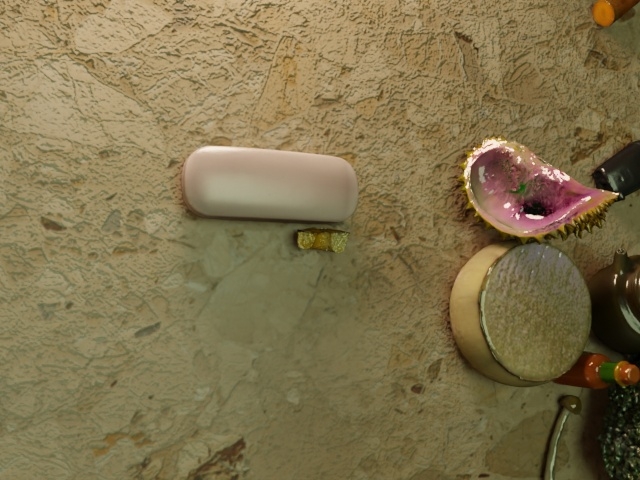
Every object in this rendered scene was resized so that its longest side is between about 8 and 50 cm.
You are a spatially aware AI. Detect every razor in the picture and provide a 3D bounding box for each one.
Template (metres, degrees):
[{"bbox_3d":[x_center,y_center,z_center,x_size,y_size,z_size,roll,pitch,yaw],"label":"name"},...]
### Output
[{"bbox_3d":[0.629,-0.141,1.506,0.148,0.054,0.090,-30,94,-23],"label":"razor"}]

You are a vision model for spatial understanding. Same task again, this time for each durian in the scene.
[{"bbox_3d":[0.361,-0.069,1.315,0.186,0.260,0.154,-26,140,-11],"label":"durian"}]

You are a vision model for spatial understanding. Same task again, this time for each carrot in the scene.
[{"bbox_3d":[0.661,-0.523,1.552,0.224,0.057,0.057,-36,100,-24],"label":"carrot"}]

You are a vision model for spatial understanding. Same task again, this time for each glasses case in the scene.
[{"bbox_3d":[-0.077,-0.087,1.190,0.296,0.075,0.113,3,84,-24],"label":"glasses case"}]

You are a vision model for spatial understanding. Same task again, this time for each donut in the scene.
[{"bbox_3d":[0.000,0.000,1.225,0.083,0.067,0.038,-8,109,-56],"label":"donut"}]

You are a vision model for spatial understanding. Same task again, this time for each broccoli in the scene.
[{"bbox_3d":[0.658,0.352,1.398,0.288,0.245,0.248,-36,66,18],"label":"broccoli"}]

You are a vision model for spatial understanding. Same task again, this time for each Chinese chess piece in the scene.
[{"bbox_3d":[0.367,0.131,1.343,0.269,0.112,0.270,2,84,-23],"label":"Chinese chess piece"}]

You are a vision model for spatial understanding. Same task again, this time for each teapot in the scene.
[{"bbox_3d":[0.637,0.124,1.401,0.268,0.175,0.185,47,65,2],"label":"teapot"}]

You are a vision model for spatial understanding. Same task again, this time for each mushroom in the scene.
[{"bbox_3d":[0.458,0.448,1.402,0.068,0.043,0.306,7,84,3],"label":"mushroom"}]

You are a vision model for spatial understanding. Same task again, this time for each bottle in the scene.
[{"bbox_3d":[0.505,0.240,1.352,0.069,0.187,0.069,2,85,-25],"label":"bottle"}]

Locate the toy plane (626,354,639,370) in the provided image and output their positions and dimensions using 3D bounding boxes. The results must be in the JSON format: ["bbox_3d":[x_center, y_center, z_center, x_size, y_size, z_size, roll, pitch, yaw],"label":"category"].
[{"bbox_3d":[0.645,0.249,1.479,0.135,0.062,0.188,-33,97,3],"label":"toy plane"}]
